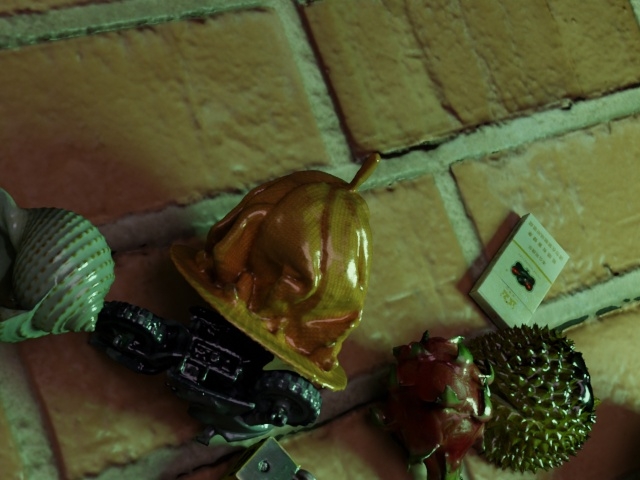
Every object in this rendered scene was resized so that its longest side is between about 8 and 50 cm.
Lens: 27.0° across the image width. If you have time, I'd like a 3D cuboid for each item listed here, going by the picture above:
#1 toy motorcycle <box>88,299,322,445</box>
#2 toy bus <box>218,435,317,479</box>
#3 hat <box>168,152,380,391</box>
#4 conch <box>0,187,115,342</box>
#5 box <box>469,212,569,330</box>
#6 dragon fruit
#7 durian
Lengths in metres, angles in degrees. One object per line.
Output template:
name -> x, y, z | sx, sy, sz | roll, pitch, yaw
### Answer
toy motorcycle -> -0.133, 0.148, 1.484 | 0.270, 0.159, 0.106 | 25, 60, -6
toy bus -> -0.018, 0.333, 1.527 | 0.226, 0.074, 0.081 | 49, 55, -10
hat -> 0.000, 0.000, 1.497 | 0.244, 0.233, 0.233 | 45, 12, 37
conch -> -0.311, 0.033, 1.401 | 0.172, 0.131, 0.200 | -40, 57, -13
box -> 0.276, 0.048, 1.840 | 0.090, 0.024, 0.167 | 47, 55, -12
dragon fruit -> 0.141, 0.230, 1.636 | 0.137, 0.135, 0.236 | 7, 88, -37
durian -> 0.298, 0.202, 1.736 | 0.237, 0.138, 0.193 | 2, 73, -33
